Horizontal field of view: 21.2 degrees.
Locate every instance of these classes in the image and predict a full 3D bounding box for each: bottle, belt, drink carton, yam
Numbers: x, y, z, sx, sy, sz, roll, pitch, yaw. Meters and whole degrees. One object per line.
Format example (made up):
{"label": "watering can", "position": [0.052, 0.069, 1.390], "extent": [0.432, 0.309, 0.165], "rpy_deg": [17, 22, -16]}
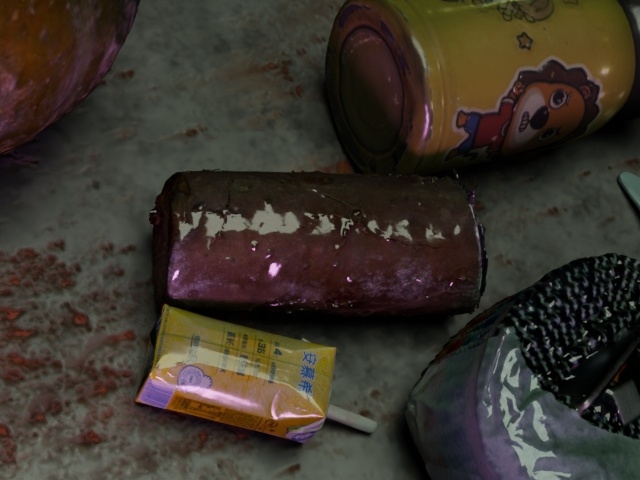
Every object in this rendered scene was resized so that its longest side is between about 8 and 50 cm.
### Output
{"label": "bottle", "position": [0.194, -0.165, 1.556], "extent": [0.351, 0.171, 0.171], "rpy_deg": [-13, 65, -25]}
{"label": "belt", "position": [0.202, 0.136, 1.393], "extent": [0.207, 0.150, 0.257], "rpy_deg": [46, 57, -1]}
{"label": "drink carton", "position": [-0.041, 0.115, 1.362], "extent": [0.200, 0.074, 0.084], "rpy_deg": [14, 57, -10]}
{"label": "yam", "position": [-0.001, 0.000, 1.417], "extent": [0.279, 0.131, 0.131], "rpy_deg": [2, 60, -18]}

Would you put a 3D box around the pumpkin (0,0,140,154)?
{"label": "pumpkin", "position": [-0.346, -0.264, 1.314], "extent": [0.454, 0.344, 0.454], "rpy_deg": [16, 49, -19]}

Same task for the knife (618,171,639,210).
{"label": "knife", "position": [0.355, 0.028, 1.566], "extent": [0.063, 0.035, 0.260], "rpy_deg": [-13, 56, -18]}
